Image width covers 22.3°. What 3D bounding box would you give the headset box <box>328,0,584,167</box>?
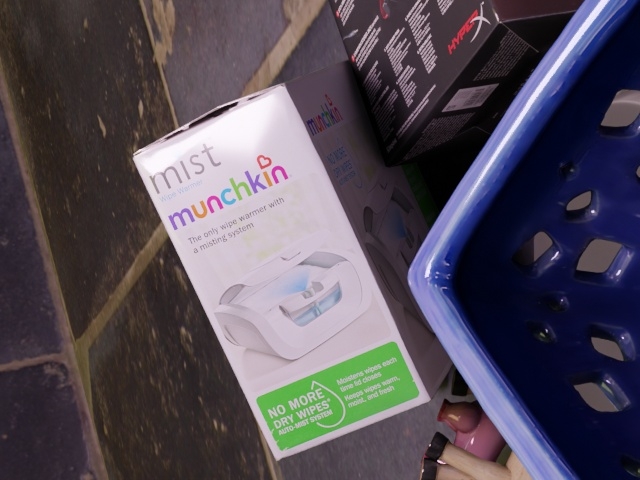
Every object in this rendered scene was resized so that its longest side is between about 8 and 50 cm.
[{"bbox_3d":[0.080,-0.232,1.128,0.218,0.110,0.293,126,128,-61],"label":"headset box"}]

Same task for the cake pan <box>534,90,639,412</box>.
[{"bbox_3d":[0.220,0.035,0.995,0.293,0.054,0.293,169,90,-67],"label":"cake pan"}]

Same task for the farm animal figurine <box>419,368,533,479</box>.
[{"bbox_3d":[0.123,0.275,1.172,0.330,0.172,0.327,104,-172,-46],"label":"farm animal figurine"}]

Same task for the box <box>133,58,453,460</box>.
[{"bbox_3d":[0.000,0.000,1.171,0.231,0.126,0.262,66,-163,-4],"label":"box"}]

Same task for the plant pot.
[{"bbox_3d":[0.216,0.018,0.731,0.236,0.212,0.236,-57,44,27],"label":"plant pot"}]
